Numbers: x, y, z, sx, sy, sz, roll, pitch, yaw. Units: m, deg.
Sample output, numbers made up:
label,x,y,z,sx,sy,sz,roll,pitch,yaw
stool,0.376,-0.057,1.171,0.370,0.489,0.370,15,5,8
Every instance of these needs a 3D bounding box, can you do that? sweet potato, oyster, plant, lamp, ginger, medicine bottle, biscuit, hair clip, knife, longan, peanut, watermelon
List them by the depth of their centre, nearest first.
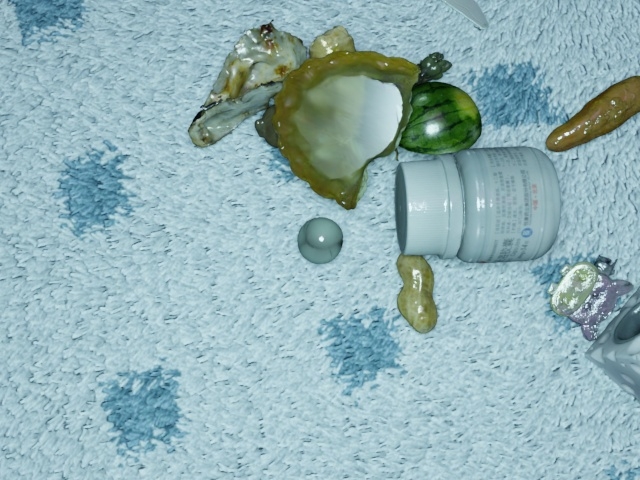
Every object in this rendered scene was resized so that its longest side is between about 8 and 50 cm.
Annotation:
label,x,y,z,sx,sy,sz,roll,pitch,yaw
biscuit,0.063,-0.232,1.290,0.329,0.078,0.335,-9,97,11
medicine bottle,0.321,-0.074,1.296,0.306,0.245,0.245,-2,80,0
peanut,0.210,0.110,1.348,0.089,0.089,0.192,-2,76,-1
lamp,0.000,0.000,1.354,0.105,0.105,0.105,0,80,0
hair clip,0.597,0.110,1.362,0.146,0.056,0.187,35,84,13
watermelon,0.248,-0.283,1.362,0.232,0.127,0.204,-9,43,-10
oyster,-0.172,-0.340,1.388,0.337,0.133,0.198,-43,49,-2
ginger,0.040,-0.304,1.388,0.126,0.190,0.354,3,90,28
longan,-0.093,-0.263,1.399,0.119,0.106,0.106,-10,79,-21
sweet potato,0.681,-0.311,1.415,0.355,0.106,0.095,-25,47,-5
plant,0.227,-0.389,1.441,0.174,0.087,0.085,-30,111,0
knife,0.281,-0.632,1.510,0.336,0.043,0.081,34,75,-1

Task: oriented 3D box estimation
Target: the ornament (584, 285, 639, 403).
label,x,y,z,sx,sy,sz,roll,pitch,yaw
ornament,0.749,0.227,1.245,0.240,0.240,0.239,43,83,6
